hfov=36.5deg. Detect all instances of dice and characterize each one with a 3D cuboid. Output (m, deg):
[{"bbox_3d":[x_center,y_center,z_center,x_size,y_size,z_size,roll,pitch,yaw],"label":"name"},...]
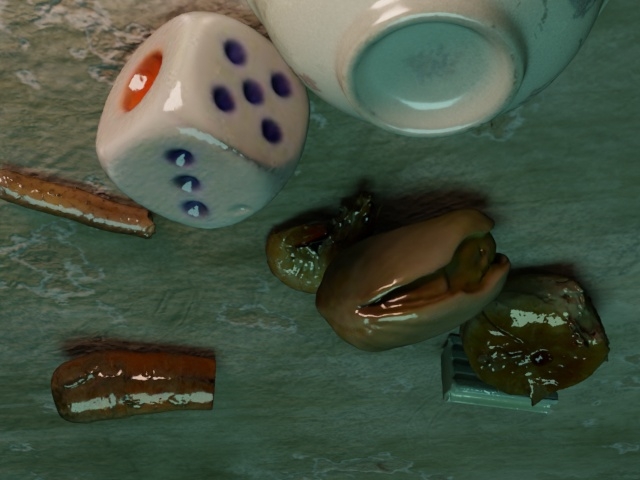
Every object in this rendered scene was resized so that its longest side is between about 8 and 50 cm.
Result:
[{"bbox_3d":[-0.139,-0.141,1.154,0.192,0.194,0.193,31,140,-33],"label":"dice"}]

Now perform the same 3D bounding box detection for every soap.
[{"bbox_3d":[0.320,0.242,1.744,0.198,0.115,0.063,9,144,-8],"label":"soap"}]

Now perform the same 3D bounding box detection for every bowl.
[{"bbox_3d":[0.113,-0.237,1.011,0.434,0.196,0.435,2,145,2],"label":"bowl"}]

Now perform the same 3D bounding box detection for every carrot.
[{"bbox_3d":[-0.348,0.270,1.818,0.301,0.139,0.139,0,145,-9],"label":"carrot"}]

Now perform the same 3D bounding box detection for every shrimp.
[{"bbox_3d":[0.000,0.000,1.478,0.152,0.063,0.287,20,144,-4],"label":"shrimp"}]

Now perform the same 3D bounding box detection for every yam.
[{"bbox_3d":[-0.357,-0.053,1.429,0.241,0.057,0.057,18,142,-17],"label":"yam"}]

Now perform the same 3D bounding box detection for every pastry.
[{"bbox_3d":[0.349,0.165,1.605,0.235,0.121,0.257,-20,128,23],"label":"pastry"}]

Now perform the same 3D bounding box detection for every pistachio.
[{"bbox_3d":[0.132,0.059,1.410,0.288,0.197,0.166,-20,101,-9],"label":"pistachio"}]
